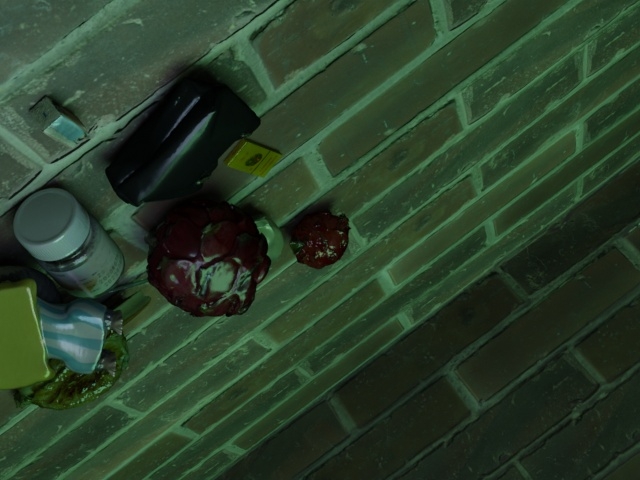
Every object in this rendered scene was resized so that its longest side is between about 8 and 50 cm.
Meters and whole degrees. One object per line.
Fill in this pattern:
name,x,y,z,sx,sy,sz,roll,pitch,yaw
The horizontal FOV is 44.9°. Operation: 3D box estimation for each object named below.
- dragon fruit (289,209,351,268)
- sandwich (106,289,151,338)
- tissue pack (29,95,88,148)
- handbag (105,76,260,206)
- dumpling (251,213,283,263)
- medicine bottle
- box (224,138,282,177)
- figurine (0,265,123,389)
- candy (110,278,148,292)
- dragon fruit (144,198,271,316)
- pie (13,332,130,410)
dragon fruit,0.000,0.000,2.394,0.209,0.172,0.172,-25,150,-13
sandwich,-0.592,0.229,2.103,0.245,0.063,0.212,-25,-170,30
tissue pack,-0.523,-0.235,1.553,0.058,0.074,0.094,-43,154,4
handbag,-0.291,-0.220,1.776,0.342,0.152,0.288,-43,163,18
dumpling,-0.185,0.010,2.239,0.162,0.132,0.250,-38,152,-7
medicine bottle,-0.571,0.013,1.771,0.165,0.165,0.273,-33,151,-8
box,-0.175,-0.215,2.031,0.087,0.023,0.155,-45,151,20
figurine,-0.643,0.163,1.788,0.361,0.378,0.267,9,104,-15
candy,-0.456,0.105,2.142,0.335,0.093,0.092,-17,148,-20
dragon fruit,-0.285,0.047,1.992,0.329,0.329,0.329,-28,150,-17
pie,-0.706,0.383,2.238,0.354,0.103,0.288,-40,158,2
